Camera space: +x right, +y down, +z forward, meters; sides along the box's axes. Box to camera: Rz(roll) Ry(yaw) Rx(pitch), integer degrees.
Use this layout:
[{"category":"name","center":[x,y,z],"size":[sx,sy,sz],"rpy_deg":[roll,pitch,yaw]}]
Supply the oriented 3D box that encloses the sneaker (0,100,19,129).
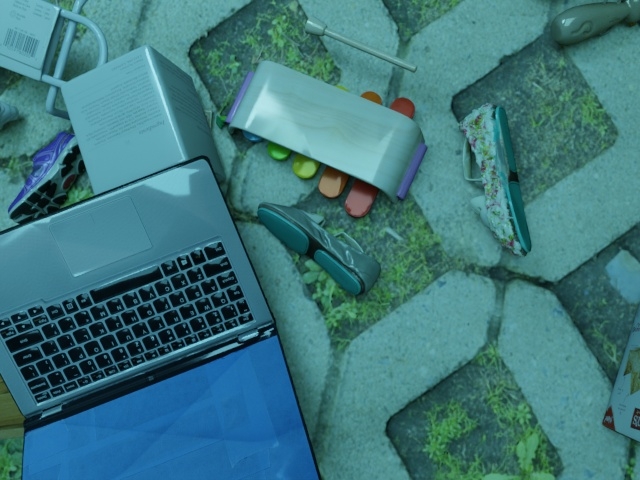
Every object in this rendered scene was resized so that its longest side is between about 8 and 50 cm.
[{"category":"sneaker","center":[-0.564,-0.193,0.996],"size":[0.152,0.061,0.054],"rpy_deg":[-10,89,22]}]

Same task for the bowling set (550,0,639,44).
[{"category":"bowling set","center":[0.389,-0.464,0.900],"size":[0.154,0.287,0.200],"rpy_deg":[-19,48,-5]}]

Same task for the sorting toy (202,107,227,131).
[{"category":"sorting toy","center":[-0.192,-0.186,0.984],"size":[0.083,0.012,0.062],"rpy_deg":[4,85,5]}]

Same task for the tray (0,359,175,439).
[{"category":"tray","center":[-0.412,0.187,0.922],"size":[0.411,0.076,0.203],"rpy_deg":[-7,82,4]}]

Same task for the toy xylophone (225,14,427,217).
[{"category":"toy xylophone","center":[0.020,-0.195,0.934],"size":[0.322,0.081,0.236],"rpy_deg":[32,86,8]}]

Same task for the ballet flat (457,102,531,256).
[{"category":"ballet flat","center":[0.260,-0.087,0.913],"size":[0.077,0.091,0.241],"rpy_deg":[-15,76,33]}]

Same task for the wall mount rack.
[{"category":"wall mount rack","center":[-0.451,-0.373,0.958],"size":[0.350,0.130,0.304],"rpy_deg":[23,98,7]}]

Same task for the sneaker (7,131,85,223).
[{"category":"sneaker","center":[-0.444,-0.101,0.977],"size":[0.071,0.068,0.170],"rpy_deg":[29,77,23]}]

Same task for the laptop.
[{"category":"laptop","center":[-0.248,0.158,0.747],"size":[0.382,0.236,0.408],"rpy_deg":[-21,104,-2]}]

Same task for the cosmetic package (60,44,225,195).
[{"category":"cosmetic package","center":[-0.259,-0.159,0.906],"size":[0.151,0.151,0.184],"rpy_deg":[-21,82,10]}]

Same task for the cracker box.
[{"category":"cracker box","center":[0.471,0.163,0.814],"size":[0.067,0.156,0.232],"rpy_deg":[19,84,7]}]

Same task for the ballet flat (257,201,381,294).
[{"category":"ballet flat","center":[0.000,0.000,0.926],"size":[0.213,0.072,0.068],"rpy_deg":[38,59,7]}]
